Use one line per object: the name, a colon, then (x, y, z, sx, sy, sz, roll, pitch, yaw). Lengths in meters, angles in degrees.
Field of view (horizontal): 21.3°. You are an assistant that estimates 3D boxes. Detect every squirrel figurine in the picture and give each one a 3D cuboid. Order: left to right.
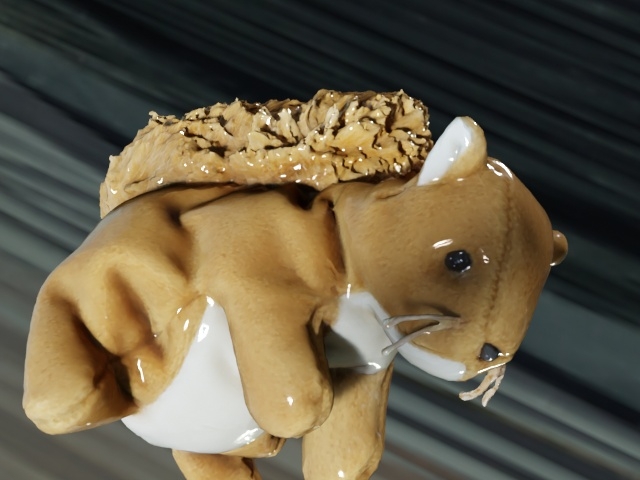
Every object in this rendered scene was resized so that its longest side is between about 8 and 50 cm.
squirrel figurine: (0.000, 0.000, 1.368, 0.281, 0.370, 0.397, 45, 30, -39)
